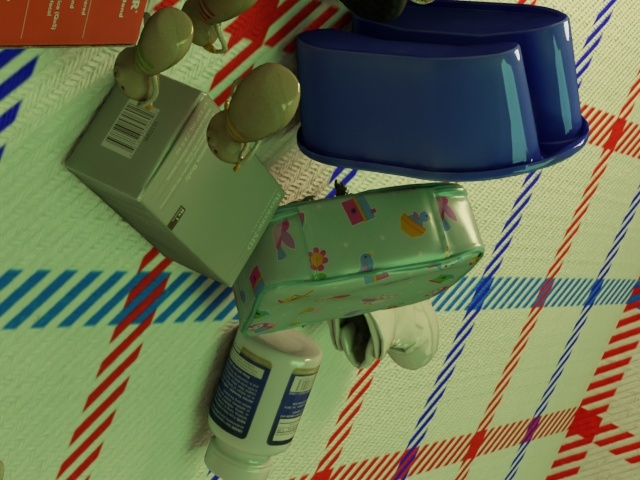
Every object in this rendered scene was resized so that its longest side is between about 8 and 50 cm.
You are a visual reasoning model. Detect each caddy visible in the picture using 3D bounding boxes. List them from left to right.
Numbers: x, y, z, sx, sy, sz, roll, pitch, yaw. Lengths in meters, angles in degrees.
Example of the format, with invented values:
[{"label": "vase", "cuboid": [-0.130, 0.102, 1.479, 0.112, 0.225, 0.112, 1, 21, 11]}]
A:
[{"label": "caddy", "cuboid": [0.128, -0.152, 1.529, 0.241, 0.341, 0.179, -33, 124, -45]}]

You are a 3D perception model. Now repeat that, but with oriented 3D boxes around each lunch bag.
[{"label": "lunch bag", "cuboid": [0.028, 0.022, 1.580, 0.279, 0.108, 0.224, -9, 165, -15]}]

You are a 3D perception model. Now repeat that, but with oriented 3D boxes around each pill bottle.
[{"label": "pill bottle", "cuboid": [-0.078, 0.204, 1.719, 0.112, 0.112, 0.187, -7, 121, -60]}]

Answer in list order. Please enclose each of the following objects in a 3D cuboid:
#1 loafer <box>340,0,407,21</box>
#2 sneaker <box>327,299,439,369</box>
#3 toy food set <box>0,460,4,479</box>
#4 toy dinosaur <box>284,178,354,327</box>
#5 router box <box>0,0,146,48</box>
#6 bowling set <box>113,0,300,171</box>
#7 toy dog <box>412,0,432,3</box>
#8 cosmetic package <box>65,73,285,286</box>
[{"label": "loafer", "cuboid": [0.080, -0.403, 1.432, 0.130, 0.134, 0.366, -48, 161, -36]}, {"label": "sneaker", "cuboid": [0.078, 0.123, 1.907, 0.169, 0.108, 0.292, -61, 148, -33]}, {"label": "toy food set", "cuboid": [-0.423, 0.313, 1.214, 0.306, 0.092, 0.220, -7, 121, -60]}, {"label": "toy dinosaur", "cuboid": [0.000, 0.000, 1.728, 0.118, 0.064, 0.268, -37, 150, -17]}, {"label": "router box", "cuboid": [-0.297, -0.188, 0.689, 0.301, 0.335, 0.082, -13, 125, -57]}, {"label": "bowling set", "cuboid": [-0.145, -0.205, 1.175, 0.200, 0.287, 0.154, -3, 167, -24]}, {"label": "toy dog", "cuboid": [0.043, -0.293, 1.282, 0.220, 0.333, 0.161, -100, -147, -62]}, {"label": "cosmetic package", "cuboid": [-0.137, -0.060, 1.373, 0.127, 0.107, 0.238, -61, 151, -10]}]
